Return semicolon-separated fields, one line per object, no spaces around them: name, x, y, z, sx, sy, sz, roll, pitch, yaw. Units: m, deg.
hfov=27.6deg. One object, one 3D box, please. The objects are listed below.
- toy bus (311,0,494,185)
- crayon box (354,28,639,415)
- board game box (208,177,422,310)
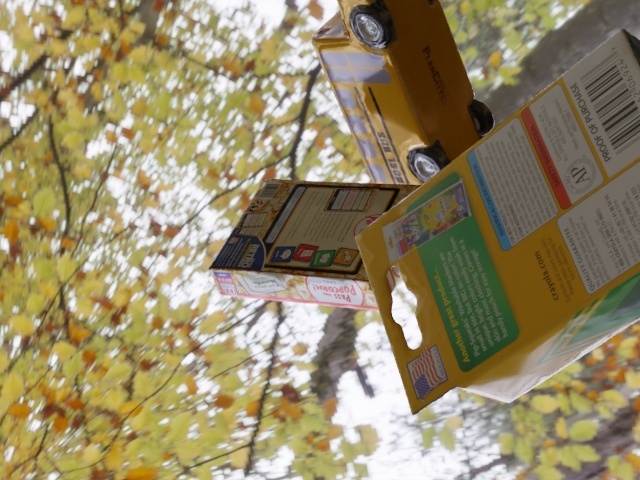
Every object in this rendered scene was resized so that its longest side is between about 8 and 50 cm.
toy bus;0.093;-0.164;1.441;0.108;0.130;0.333;-46;-54;-32
crayon box;0.192;-0.003;1.136;0.083;0.323;0.203;21;-138;-44
board game box;0.000;0.000;1.366;0.193;0.045;0.147;4;-135;28
